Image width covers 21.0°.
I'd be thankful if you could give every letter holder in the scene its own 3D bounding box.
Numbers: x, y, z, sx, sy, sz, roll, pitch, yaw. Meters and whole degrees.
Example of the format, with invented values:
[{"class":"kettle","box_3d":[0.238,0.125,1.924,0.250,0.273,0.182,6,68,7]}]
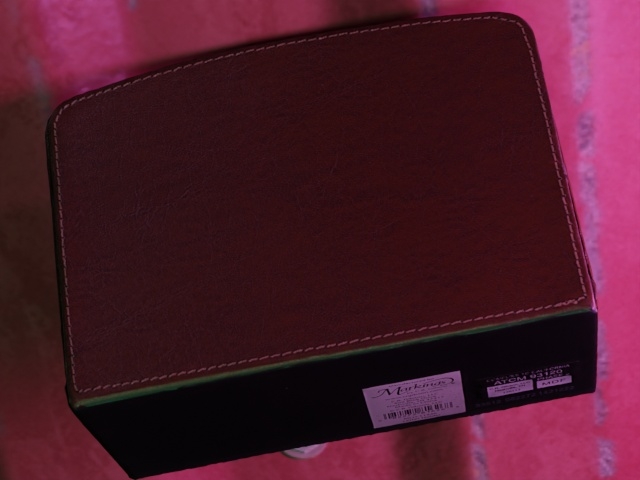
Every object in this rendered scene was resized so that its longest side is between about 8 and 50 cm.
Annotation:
[{"class":"letter holder","box_3d":[0.000,0.000,1.060,0.302,0.214,0.152,-11,155,4]}]
